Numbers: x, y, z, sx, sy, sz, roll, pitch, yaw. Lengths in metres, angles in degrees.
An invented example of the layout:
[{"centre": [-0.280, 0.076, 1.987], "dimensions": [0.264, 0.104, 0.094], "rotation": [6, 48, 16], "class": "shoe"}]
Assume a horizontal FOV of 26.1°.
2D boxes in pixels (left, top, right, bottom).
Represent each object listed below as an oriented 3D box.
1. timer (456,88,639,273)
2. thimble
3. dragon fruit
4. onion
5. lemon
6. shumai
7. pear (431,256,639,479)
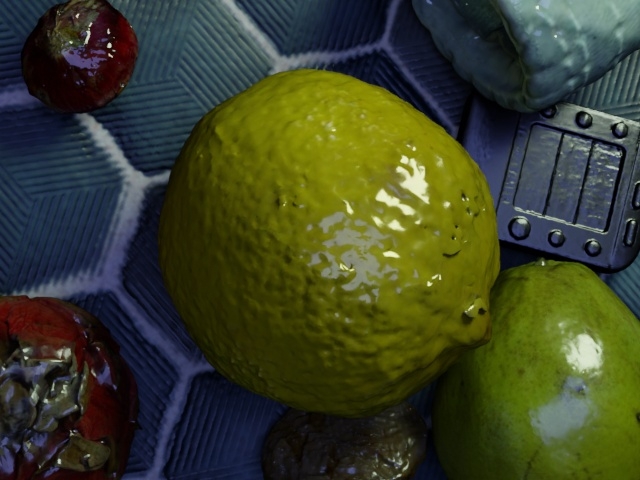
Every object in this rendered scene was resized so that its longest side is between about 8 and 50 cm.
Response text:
[{"centre": [0.212, -0.055, 1.273], "dimensions": [0.187, 0.055, 0.144], "rotation": [15, 82, -4], "class": "timer"}, {"centre": [0.175, -0.240, 1.196], "dimensions": [0.172, 0.205, 0.250], "rotation": [-36, 56, -10], "class": "thimble"}, {"centre": [-0.244, 0.139, 1.119], "dimensions": [0.218, 0.148, 0.224], "rotation": [-41, 96, -24], "class": "dragon fruit"}, {"centre": [-0.206, -0.158, 1.193], "dimensions": [0.107, 0.097, 0.107], "rotation": [-14, 59, 24], "class": "onion"}, {"centre": [0.000, 0.000, 1.124], "dimensions": [0.322, 0.268, 0.268], "rotation": [30, 81, 35], "class": "lemon"}, {"centre": [0.017, 0.197, 1.220], "dimensions": [0.139, 0.105, 0.123], "rotation": [1, 43, -18], "class": "shumai"}, {"centre": [0.199, 0.149, 1.180], "dimensions": [0.212, 0.212, 0.269], "rotation": [-1, 90, -9], "class": "pear"}]
